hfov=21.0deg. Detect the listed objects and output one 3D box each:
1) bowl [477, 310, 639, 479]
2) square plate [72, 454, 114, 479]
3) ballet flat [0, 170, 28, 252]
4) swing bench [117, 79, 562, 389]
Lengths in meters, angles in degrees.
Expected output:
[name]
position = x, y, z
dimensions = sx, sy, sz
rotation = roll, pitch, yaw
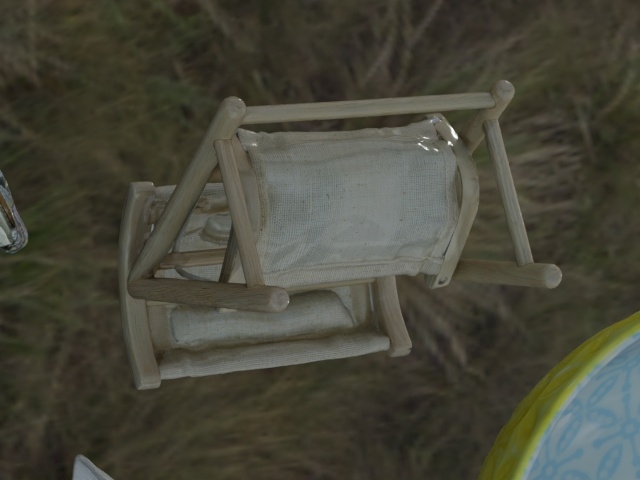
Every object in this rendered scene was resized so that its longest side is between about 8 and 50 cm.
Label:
[bowl]
position = 0.180, 0.164, 0.859
dimensions = 0.290, 0.156, 0.289
rotation = 0, 91, -20
[square plate]
position = -0.135, 0.376, 1.341
dimensions = 0.049, 0.347, 0.344
rotation = 3, 98, -27
[ballet flat]
position = -0.323, -0.037, 1.694
dimensions = 0.041, 0.041, 0.114
rotation = -39, 113, -39
[swing bench]
position = 0.000, 0.000, 1.334
dimensions = 0.253, 0.255, 0.165
rotation = -5, 76, -30
